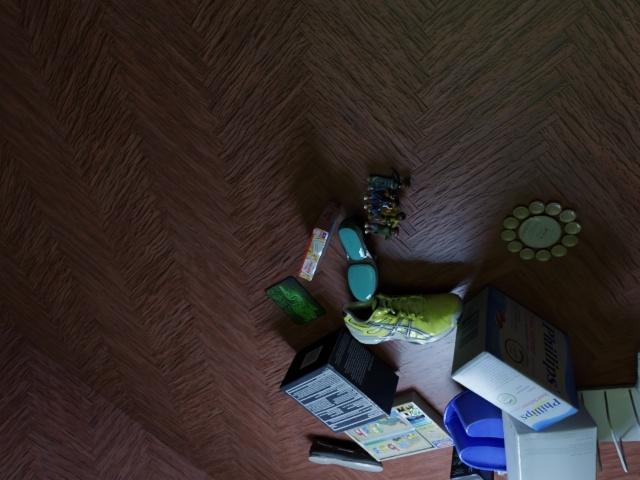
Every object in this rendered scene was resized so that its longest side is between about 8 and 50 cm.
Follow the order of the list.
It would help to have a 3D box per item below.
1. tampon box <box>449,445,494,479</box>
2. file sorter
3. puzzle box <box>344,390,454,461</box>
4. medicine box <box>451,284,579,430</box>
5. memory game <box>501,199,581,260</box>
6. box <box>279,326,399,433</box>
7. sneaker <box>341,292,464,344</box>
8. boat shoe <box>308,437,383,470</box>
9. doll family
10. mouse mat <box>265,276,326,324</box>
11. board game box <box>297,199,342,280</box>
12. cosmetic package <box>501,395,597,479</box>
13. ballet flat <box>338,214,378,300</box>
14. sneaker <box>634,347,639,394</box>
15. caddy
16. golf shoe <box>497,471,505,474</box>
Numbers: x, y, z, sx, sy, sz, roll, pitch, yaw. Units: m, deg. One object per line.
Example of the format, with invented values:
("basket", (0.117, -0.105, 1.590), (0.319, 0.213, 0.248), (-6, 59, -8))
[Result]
("tampon box", (0.565, 0.829, 1.685), (0.101, 0.161, 0.120), (43, 129, -12))
("file sorter", (0.917, 0.542, 1.299), (0.278, 0.173, 0.192), (-17, 102, 31))
("puzzle box", (0.298, 0.752, 1.807), (0.272, 0.052, 0.409), (44, 128, -14))
("medicine box", (0.530, 0.317, 1.252), (0.289, 0.263, 0.149), (32, 130, -3))
("memory game", (0.558, -0.023, 1.154), (0.186, 0.012, 0.186), (11, 129, 14))
("box", (0.068, 0.511, 1.635), (0.294, 0.182, 0.296), (43, 130, -11))
("sneaker", (0.235, 0.227, 1.365), (0.385, 0.145, 0.147), (-18, 134, 30))
("boat shoe", (0.111, 0.942, 2.004), (0.336, 0.095, 0.112), (1, 141, 16))
("doll family", (0.181, -0.095, 1.213), (0.112, 0.076, 0.192), (8, 124, 23))
("mouse mat", (-0.089, 0.216, 1.595), (0.153, 0.007, 0.189), (-31, 110, 36))
("board game box", (0.000, 0.000, 1.307), (0.045, 0.146, 0.193), (23, 129, 4))
("cosmetic package", (0.668, 0.642, 1.333), (0.217, 0.156, 0.384), (-8, 113, 7))
("ballet flat", (0.122, 0.046, 1.324), (0.095, 0.096, 0.280), (2, 126, 23))
("sneaker", (0.911, 0.332, 1.241), (0.095, 0.090, 0.235), (23, 129, 24))
("caddy", (0.588, 0.612, 1.504), (0.342, 0.179, 0.241), (6, 112, 1))
("golf shoe", (0.729, 0.848, 1.698), (0.176, 0.069, 0.085), (10, 122, 14))
